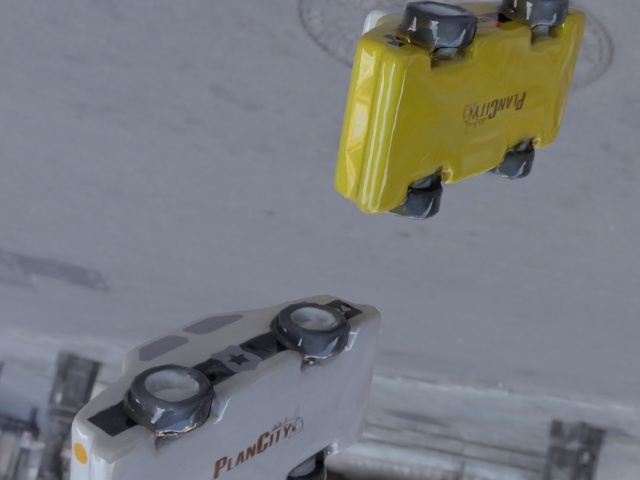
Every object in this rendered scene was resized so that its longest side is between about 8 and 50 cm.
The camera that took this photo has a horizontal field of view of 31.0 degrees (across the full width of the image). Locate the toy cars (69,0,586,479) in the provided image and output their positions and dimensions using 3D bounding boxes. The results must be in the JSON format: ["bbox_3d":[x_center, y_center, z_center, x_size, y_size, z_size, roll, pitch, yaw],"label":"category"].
[{"bbox_3d":[0.000,0.000,0.573,0.087,0.393,0.176,25,160,32],"label":"toy cars"}]
